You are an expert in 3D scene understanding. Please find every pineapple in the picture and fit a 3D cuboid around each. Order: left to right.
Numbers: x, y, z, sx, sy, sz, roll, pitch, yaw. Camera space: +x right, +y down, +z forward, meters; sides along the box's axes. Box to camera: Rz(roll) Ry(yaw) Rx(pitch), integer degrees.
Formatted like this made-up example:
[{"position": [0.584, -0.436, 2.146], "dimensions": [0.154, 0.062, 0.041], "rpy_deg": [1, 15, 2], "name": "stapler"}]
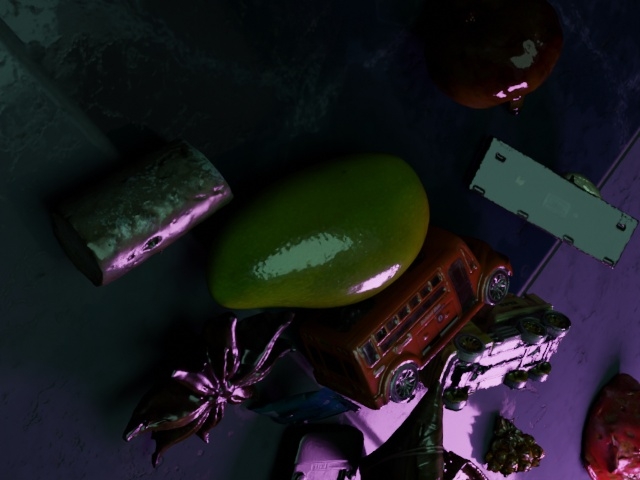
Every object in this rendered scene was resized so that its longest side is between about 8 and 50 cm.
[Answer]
[{"position": [0.357, 0.375, 1.702], "dimensions": [0.077, 0.114, 0.114], "rpy_deg": [-50, 126, -67], "name": "pineapple"}]

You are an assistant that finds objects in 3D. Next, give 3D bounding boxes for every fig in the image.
[{"position": [0.243, -0.269, 1.317], "dimensions": [0.290, 0.191, 0.190], "rpy_deg": [0, 112, -85], "name": "fig"}]

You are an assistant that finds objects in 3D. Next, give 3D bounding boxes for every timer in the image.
[{"position": [-0.013, 0.369, 1.368], "dimensions": [0.144, 0.055, 0.187], "rpy_deg": [11, 94, -46], "name": "timer"}]

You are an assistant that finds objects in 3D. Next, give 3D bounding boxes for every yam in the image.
[{"position": [-0.193, -0.039, 1.010], "dimensions": [0.194, 0.107, 0.107], "rpy_deg": [-35, 126, -28], "name": "yam"}]

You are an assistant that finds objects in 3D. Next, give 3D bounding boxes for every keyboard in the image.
[{"position": [0.381, -0.063, 1.483], "dimensions": [0.317, 0.027, 0.106], "rpy_deg": [27, 91, -19], "name": "keyboard"}]

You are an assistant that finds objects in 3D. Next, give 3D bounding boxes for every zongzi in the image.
[{"position": [0.124, 0.308, 1.412], "dimensions": [0.084, 0.187, 0.184], "rpy_deg": [12, 76, -29], "name": "zongzi"}]

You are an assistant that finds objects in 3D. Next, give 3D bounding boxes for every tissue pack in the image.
[{"position": [-0.023, 0.235, 1.258], "dimensions": [0.085, 0.138, 0.028], "rpy_deg": [33, 44, -43], "name": "tissue pack"}]

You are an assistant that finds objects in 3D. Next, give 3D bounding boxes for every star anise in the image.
[{"position": [-0.149, 0.166, 1.148], "dimensions": [0.272, 0.102, 0.272], "rpy_deg": [-34, 153, -20], "name": "star anise"}]

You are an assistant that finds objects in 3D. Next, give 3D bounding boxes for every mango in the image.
[{"position": [0.000, 0.000, 1.165], "dimensions": [0.343, 0.156, 0.192], "rpy_deg": [-21, 107, -32], "name": "mango"}]

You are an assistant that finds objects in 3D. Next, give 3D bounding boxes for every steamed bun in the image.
[{"position": [0.425, -0.059, 1.561], "dimensions": [0.130, 0.091, 0.112], "rpy_deg": [37, 83, -19], "name": "steamed bun"}]

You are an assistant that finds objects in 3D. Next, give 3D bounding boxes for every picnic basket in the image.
[{"position": [0.254, 0.460, 1.636], "dimensions": [0.110, 0.055, 0.193], "rpy_deg": [-51, 132, -16], "name": "picnic basket"}]

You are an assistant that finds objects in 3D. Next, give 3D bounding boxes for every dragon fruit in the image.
[{"position": [0.667, 0.435, 1.902], "dimensions": [0.134, 0.211, 0.262], "rpy_deg": [-22, 114, -43], "name": "dragon fruit"}]

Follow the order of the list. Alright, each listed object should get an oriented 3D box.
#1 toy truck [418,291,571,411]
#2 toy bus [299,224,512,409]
[{"position": [0.265, 0.157, 1.467], "dimensions": [0.272, 0.157, 0.124], "rpy_deg": [-10, 129, -31], "name": "toy truck"}, {"position": [0.129, 0.086, 1.314], "dimensions": [0.329, 0.143, 0.153], "rpy_deg": [-40, 125, -27], "name": "toy bus"}]
